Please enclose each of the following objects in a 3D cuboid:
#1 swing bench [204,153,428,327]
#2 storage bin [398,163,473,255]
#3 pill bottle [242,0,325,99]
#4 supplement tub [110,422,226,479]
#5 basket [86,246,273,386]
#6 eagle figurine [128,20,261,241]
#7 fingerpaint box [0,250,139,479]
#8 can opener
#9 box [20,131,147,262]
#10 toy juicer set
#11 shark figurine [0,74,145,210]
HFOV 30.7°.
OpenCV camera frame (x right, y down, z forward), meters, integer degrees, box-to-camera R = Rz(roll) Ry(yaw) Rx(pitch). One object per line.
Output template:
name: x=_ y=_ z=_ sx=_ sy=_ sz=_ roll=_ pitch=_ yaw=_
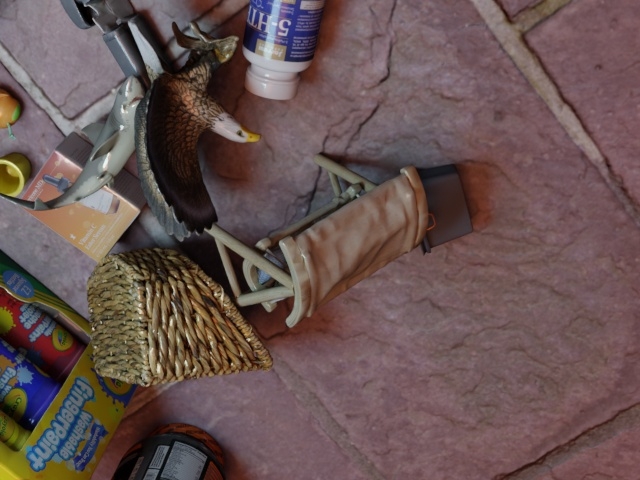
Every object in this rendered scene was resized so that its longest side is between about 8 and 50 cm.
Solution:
swing bench: x=0.000 y=0.000 z=1.768 sx=0.254 sy=0.253 sz=0.165 roll=13 pitch=128 yaw=54
storage bin: x=0.188 y=-0.055 z=1.864 sx=0.091 sy=0.098 sz=0.135 roll=-17 pitch=111 yaw=4
pill bottle: x=-0.059 y=-0.315 z=1.767 sx=0.112 sy=0.112 sz=0.187 roll=13 pitch=115 yaw=3
supplement tub: x=-0.282 y=0.479 z=2.033 sx=0.207 sy=0.338 sz=0.207 roll=3 pitch=114 yaw=8
basket: x=-0.236 y=0.114 z=1.900 sx=0.223 sy=0.299 sz=0.214 roll=-6 pitch=90 yaw=-25
eagle figurine: x=-0.200 y=-0.162 z=1.713 sx=0.225 sy=0.226 sz=0.298 roll=20 pitch=84 yaw=33
fingerpaint box: x=-0.521 y=0.250 z=1.909 sx=0.371 sy=0.445 sz=0.163 roll=41 pitch=113 yaw=-10
can opener: x=-0.318 y=-0.317 z=1.842 sx=0.095 sy=0.076 sz=0.283 roll=-9 pitch=117 yaw=47
box: x=-0.390 y=-0.071 z=1.939 sx=0.170 sy=0.091 sz=0.130 roll=36 pitch=114 yaw=-8
toy juicer set: x=-0.647 y=-0.185 z=1.927 sx=0.328 sy=0.089 sz=0.209 roll=6 pitch=115 yaw=6
shark figurine: x=-0.368 y=-0.135 z=1.846 sx=0.278 sy=0.166 sz=0.116 roll=-48 pitch=61 yaw=-4
